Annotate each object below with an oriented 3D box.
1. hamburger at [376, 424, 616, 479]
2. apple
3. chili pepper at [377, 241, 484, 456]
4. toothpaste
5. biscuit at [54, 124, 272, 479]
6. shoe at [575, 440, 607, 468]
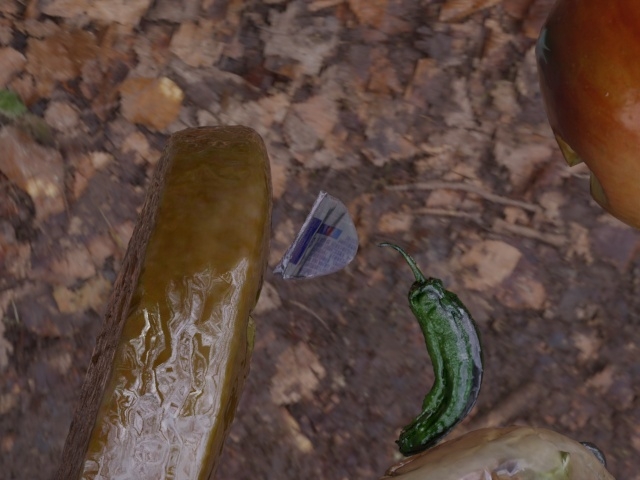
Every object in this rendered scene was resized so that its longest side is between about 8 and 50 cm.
[{"bbox_3d":[0.053,0.221,0.605,0.243,0.146,0.286,34,93,-39],"label":"hamburger"},{"bbox_3d":[0.226,-0.088,0.794,0.199,0.199,0.199,-4,103,-17],"label":"apple"},{"bbox_3d":[0.143,0.134,1.653,0.122,0.065,0.278,-3,97,8],"label":"chili pepper"},{"bbox_3d":[0.000,0.002,1.593,0.068,0.282,0.099,0,87,11],"label":"toothpaste"},{"bbox_3d":[-0.104,0.132,0.699,0.070,0.394,0.350,18,62,-10],"label":"biscuit"},{"bbox_3d":[0.207,0.264,1.395,0.194,0.077,0.074,-31,104,-7],"label":"shoe"}]
